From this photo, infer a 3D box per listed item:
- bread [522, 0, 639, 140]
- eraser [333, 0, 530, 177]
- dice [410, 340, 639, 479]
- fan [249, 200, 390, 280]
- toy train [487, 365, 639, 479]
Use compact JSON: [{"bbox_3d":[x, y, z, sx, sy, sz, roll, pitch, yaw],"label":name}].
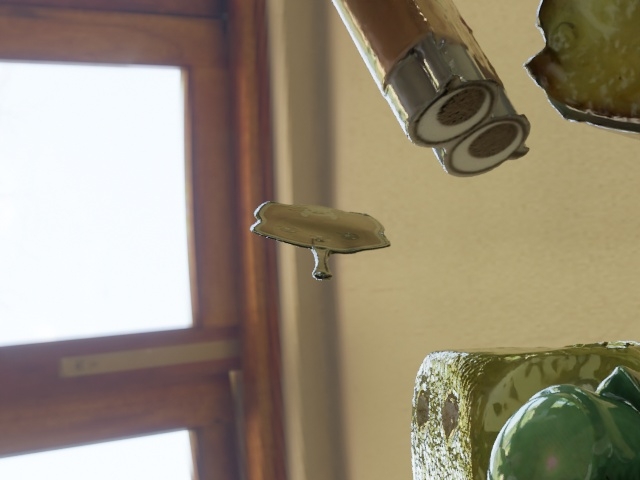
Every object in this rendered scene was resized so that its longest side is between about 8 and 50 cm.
[{"bbox_3d":[0.314,-0.168,1.189,0.251,0.133,0.174,8,-93,16],"label":"bread"},{"bbox_3d":[0.065,-0.198,1.136,0.087,0.171,0.291,-34,-121,17],"label":"eraser"},{"bbox_3d":[0.169,0.165,1.038,0.166,0.169,0.169,164,-76,-78],"label":"dice"},{"bbox_3d":[0.000,0.000,1.249,0.220,0.132,0.009,-96,-168,-72],"label":"fan"},{"bbox_3d":[0.272,0.199,0.591,0.179,0.442,0.272,-55,-150,17],"label":"toy train"}]
